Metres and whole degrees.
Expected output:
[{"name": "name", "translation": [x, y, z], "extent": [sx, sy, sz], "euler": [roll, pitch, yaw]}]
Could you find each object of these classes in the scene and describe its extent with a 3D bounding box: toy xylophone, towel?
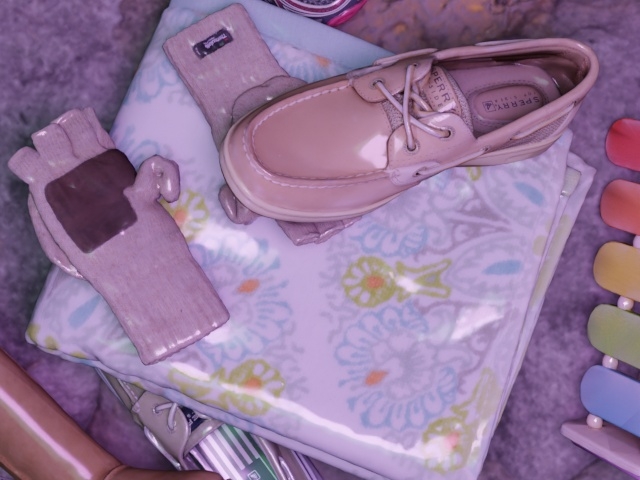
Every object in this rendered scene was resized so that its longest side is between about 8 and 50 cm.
[{"name": "toy xylophone", "translation": [0.303, 0.034, 1.261], "extent": [0.081, 0.236, 0.323], "euler": [9, 90, -31]}, {"name": "towel", "translation": [0.000, 0.000, 1.275], "extent": [0.374, 0.090, 0.320], "euler": [22, 74, 0]}]

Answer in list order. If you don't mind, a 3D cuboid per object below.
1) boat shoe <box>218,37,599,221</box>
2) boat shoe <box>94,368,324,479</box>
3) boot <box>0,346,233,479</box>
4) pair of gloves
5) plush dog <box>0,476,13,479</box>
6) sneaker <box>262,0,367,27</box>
[{"name": "boat shoe", "translation": [0.069, -0.093, 1.186], "extent": [0.302, 0.098, 0.109], "euler": [-13, 72, -27]}, {"name": "boat shoe", "translation": [-0.092, 0.140, 1.325], "extent": [0.109, 0.094, 0.302], "euler": [-41, 92, 3]}, {"name": "boot", "translation": [-0.209, 0.157, 1.274], "extent": [0.269, 0.236, 0.089], "euler": [45, 54, -3]}, {"name": "pair of gloves", "translation": [-0.096, -0.043, 1.213], "extent": [0.240, 0.042, 0.204], "euler": [-38, 79, -16]}, {"name": "plush dog", "translation": [-0.321, 0.332, 1.321], "extent": [0.225, 0.210, 0.262], "euler": [-47, 63, 17]}, {"name": "sneaker", "translation": [-0.065, -0.298, 1.291], "extent": [0.121, 0.112, 0.299], "euler": [-34, 93, 3]}]
